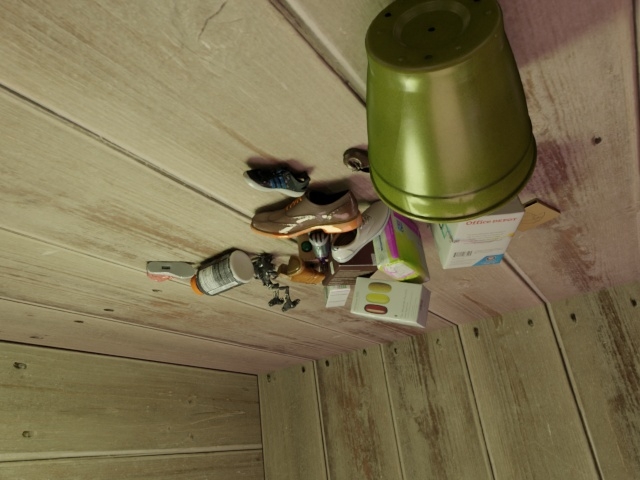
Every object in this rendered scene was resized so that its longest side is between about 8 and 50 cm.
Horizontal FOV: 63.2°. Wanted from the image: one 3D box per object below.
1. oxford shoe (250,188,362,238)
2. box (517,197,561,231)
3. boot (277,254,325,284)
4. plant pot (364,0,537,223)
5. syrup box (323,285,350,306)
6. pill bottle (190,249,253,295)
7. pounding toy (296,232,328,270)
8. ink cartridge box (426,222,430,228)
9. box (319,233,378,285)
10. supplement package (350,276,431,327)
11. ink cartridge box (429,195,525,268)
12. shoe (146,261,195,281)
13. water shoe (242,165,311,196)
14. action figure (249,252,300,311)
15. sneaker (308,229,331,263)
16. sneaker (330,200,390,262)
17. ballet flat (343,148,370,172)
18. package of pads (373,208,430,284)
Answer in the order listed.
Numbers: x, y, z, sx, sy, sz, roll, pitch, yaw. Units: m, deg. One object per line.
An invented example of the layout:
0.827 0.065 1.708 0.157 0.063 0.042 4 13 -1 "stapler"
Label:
-0.057 -0.097 1.627 0.364 0.130 0.132 -7 124 14 "oxford shoe"
0.785 -0.093 1.958 0.201 0.021 0.164 16 147 -41 "box"
-0.050 0.110 1.819 0.152 0.072 0.197 18 165 -21 "boot"
0.238 -0.282 1.034 0.367 0.366 0.353 -13 144 12 "plant pot"
0.073 0.221 2.354 0.096 0.093 0.237 -4 155 -8 "syrup box"
-0.384 0.134 1.983 0.246 0.130 0.130 -22 152 31 "pill bottle"
-0.030 0.046 1.889 0.100 0.130 0.141 -6 156 -3 "pounding toy"
0.497 -0.107 1.805 0.181 0.056 0.224 1 156 -19 "ink cartridge box"
0.102 0.055 1.901 0.167 0.168 0.203 0 154 -18 "box"
0.251 0.220 1.853 0.244 0.139 0.134 4 165 26 "supplement package"
0.483 -0.070 1.646 0.198 0.197 0.270 -5 144 -5 "ink cartridge box"
-0.573 0.121 1.986 0.178 0.063 0.081 7 154 -18 "shoe"
-0.121 -0.181 1.458 0.203 0.073 0.080 7 130 -39 "water shoe"
-0.181 0.141 2.050 0.164 0.141 0.275 6 128 40 "action figure"
0.000 0.000 1.709 0.083 0.098 0.223 -8 -162 8 "sneaker"
0.132 -0.039 1.668 0.258 0.094 0.091 -49 153 -15 "sneaker"
0.174 -0.206 1.479 0.250 0.058 0.084 7 153 -30 "ballet flat"
0.281 0.027 1.820 0.101 0.229 0.296 -20 154 25 "package of pads"
